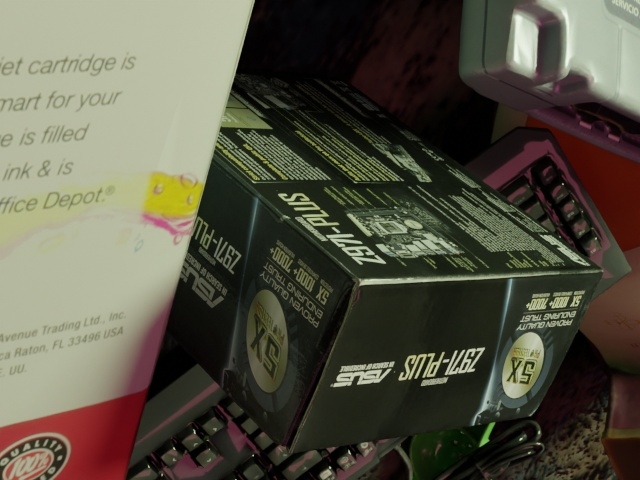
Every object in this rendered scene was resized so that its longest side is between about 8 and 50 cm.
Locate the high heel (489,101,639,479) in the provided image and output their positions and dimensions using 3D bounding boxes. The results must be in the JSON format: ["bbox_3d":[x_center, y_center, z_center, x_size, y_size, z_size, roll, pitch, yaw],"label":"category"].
[{"bbox_3d":[0.188,-0.020,0.897,0.181,0.127,0.377,-68,151,-44],"label":"high heel"}]

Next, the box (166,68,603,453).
[{"bbox_3d":[0.000,0.000,0.621,0.147,0.180,0.078,-1,122,-45],"label":"box"}]

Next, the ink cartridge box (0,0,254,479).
[{"bbox_3d":[-0.157,-0.033,0.480,0.226,0.131,0.306,-7,124,-41],"label":"ink cartridge box"}]

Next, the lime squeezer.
[{"bbox_3d":[0.053,0.166,0.892,0.310,0.059,0.110,-49,178,6],"label":"lime squeezer"}]

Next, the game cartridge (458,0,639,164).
[{"bbox_3d":[0.169,-0.134,0.701,0.294,0.060,0.196,16,78,-46],"label":"game cartridge"}]

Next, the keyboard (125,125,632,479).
[{"bbox_3d":[0.031,0.098,0.781,0.317,0.033,0.201,-37,126,0],"label":"keyboard"}]
